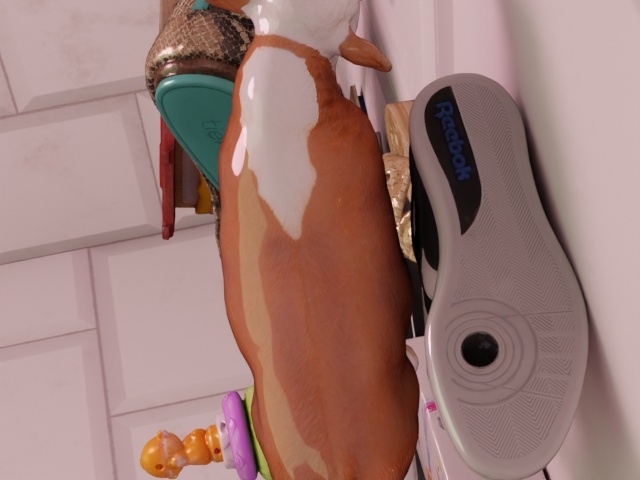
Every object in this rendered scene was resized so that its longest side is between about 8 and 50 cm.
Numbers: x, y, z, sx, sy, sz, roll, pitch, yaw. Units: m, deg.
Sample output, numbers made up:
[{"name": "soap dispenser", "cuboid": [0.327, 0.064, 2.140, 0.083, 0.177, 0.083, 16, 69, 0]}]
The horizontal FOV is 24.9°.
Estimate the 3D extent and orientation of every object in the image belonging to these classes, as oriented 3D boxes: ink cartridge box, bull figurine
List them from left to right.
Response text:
[{"name": "bull figurine", "cuboid": [0.000, 0.000, 0.790, 0.188, 0.101, 0.310, 45, -139, -79]}, {"name": "ink cartridge box", "cuboid": [0.098, 0.131, 0.959, 0.104, 0.061, 0.181, 83, 174, -45]}]

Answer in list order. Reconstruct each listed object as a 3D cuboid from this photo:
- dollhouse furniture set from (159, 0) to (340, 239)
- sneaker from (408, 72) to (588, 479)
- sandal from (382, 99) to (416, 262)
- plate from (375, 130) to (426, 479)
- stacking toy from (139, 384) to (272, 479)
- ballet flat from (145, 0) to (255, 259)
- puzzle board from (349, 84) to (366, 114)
[{"name": "dollhouse furniture set", "cuboid": [-0.072, -0.188, 1.492, 0.152, 0.201, 0.374, -97, 7, -51]}, {"name": "sneaker", "cuboid": [0.091, 0.032, 0.762, 0.121, 0.079, 0.217, 80, -175, -65]}, {"name": "sandal", "cuboid": [0.054, -0.024, 1.006, 0.240, 0.079, 0.088, -109, 8, -60]}, {"name": "plate", "cuboid": [0.052, 0.074, 1.233, 0.278, 0.045, 0.277, -82, -18, -70]}, {"name": "stacking toy", "cuboid": [-0.059, 0.222, 1.666, 0.166, 0.302, 0.175, -109, 8, -61]}, {"name": "ballet flat", "cuboid": [-0.030, -0.061, 1.370, 0.483, 0.164, 0.182, 70, -151, -48]}, {"name": "puzzle board", "cuboid": [0.046, -0.079, 1.438, 0.096, 0.011, 0.128, 89, 169, -75]}]
